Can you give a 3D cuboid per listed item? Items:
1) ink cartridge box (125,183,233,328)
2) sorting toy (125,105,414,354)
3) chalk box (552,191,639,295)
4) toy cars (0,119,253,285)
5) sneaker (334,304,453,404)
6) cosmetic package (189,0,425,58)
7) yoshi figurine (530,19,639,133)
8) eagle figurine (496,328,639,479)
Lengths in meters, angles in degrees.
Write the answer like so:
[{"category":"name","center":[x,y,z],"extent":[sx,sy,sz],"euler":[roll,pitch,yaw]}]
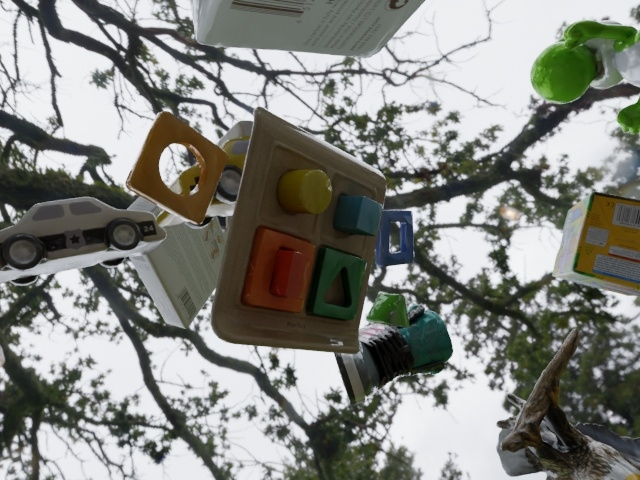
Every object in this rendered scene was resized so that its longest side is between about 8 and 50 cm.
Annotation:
[{"category":"ink cartridge box","center":[-0.287,-0.001,1.075],"extent":[0.296,0.066,0.261],"euler":[80,-150,-41]},{"category":"sorting toy","center":[0.000,0.000,0.443],"extent":[0.347,0.047,0.196],"euler":[18,-103,-45]},{"category":"chalk box","center":[0.477,0.015,0.823],"extent":[0.213,0.132,0.132],"euler":[25,-101,-72]},{"category":"toy cars","center":[-0.175,-0.042,0.522],"extent":[0.393,0.087,0.176],"euler":[-17,-6,6]},{"category":"sneaker","center":[0.127,0.183,0.812],"extent":[0.178,0.124,0.295],"euler":[-19,-5,8]},{"category":"cosmetic package","center":[-0.016,-0.528,0.694],"extent":[0.327,0.329,0.394],"euler":[-7,-100,-28]},{"category":"yoshi figurine","center":[0.504,-0.294,0.842],"extent":[0.203,0.362,0.203],"euler":[5,-75,-18]},{"category":"eagle figurine","center":[0.373,0.303,0.610],"extent":[0.226,0.298,0.225],"euler":[-57,-12,23]}]
